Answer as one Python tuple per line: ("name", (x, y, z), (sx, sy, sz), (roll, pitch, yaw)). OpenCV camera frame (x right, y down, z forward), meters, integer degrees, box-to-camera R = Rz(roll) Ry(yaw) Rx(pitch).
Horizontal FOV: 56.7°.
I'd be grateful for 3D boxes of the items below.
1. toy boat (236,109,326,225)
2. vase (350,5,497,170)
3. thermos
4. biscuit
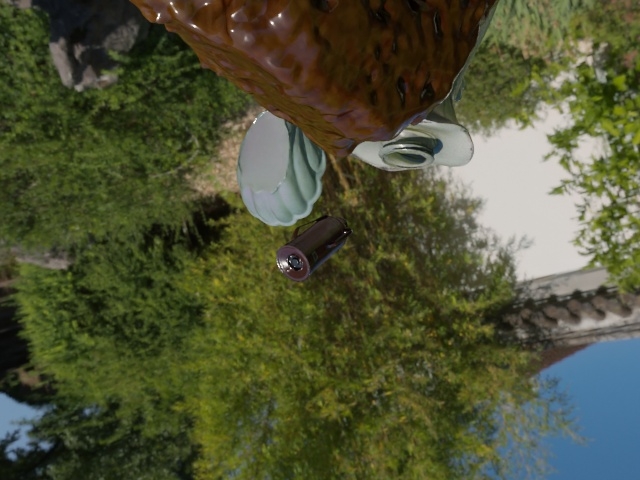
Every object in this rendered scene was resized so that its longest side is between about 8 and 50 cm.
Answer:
("toy boat", (-0.088, -0.164, 1.178), (0.199, 0.290, 0.100), (21, -165, 21))
("vase", (0.154, -0.324, 0.887), (0.249, 0.446, 0.250), (8, 167, 2))
("thermos", (0.002, 0.003, 1.423), (0.124, 0.099, 0.232), (-7, -159, 40))
("biscuit", (0.047, -0.300, 0.557), (0.166, 0.395, 0.342), (28, 180, 37))
